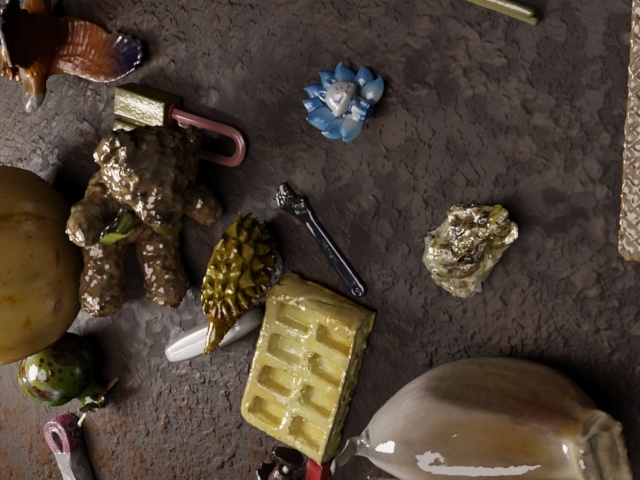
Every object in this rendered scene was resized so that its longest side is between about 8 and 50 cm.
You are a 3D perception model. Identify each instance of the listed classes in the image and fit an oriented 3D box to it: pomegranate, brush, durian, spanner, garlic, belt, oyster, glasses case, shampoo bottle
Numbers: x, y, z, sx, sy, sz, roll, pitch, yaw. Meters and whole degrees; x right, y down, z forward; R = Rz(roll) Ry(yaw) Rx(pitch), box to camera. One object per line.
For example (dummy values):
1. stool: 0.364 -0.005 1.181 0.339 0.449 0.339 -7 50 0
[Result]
1. pomegranate: -0.520 0.045 1.285 0.343 0.342 0.342 8 108 27
2. brush: -0.219 -0.167 1.195 0.233 0.047 0.103 19 114 21
3. durian: -0.119 0.073 1.134 0.078 0.140 0.224 18 97 11
4. spanner: 0.000 0.000 1.139 0.046 0.012 0.208 -39 84 32
5. garlic: 0.208 0.285 0.973 0.340 0.246 0.231 -10 110 16
6. belt: -0.483 0.454 1.515 0.071 0.053 0.232 -14 97 24
7. oyster: 0.191 0.002 1.010 0.108 0.053 0.165 50 129 21
8. pomegranate: -0.467 0.248 1.401 0.169 0.148 0.148 43 120 5
9. brush: 0.141 -0.332 0.943 0.282 0.054 0.048 30 104 19
10. glasses case: -0.173 0.151 1.241 0.193 0.074 0.049 -25 91 32
11. shampoo bottle: -0.090 0.420 1.263 0.236 0.068 0.067 -59 33 34

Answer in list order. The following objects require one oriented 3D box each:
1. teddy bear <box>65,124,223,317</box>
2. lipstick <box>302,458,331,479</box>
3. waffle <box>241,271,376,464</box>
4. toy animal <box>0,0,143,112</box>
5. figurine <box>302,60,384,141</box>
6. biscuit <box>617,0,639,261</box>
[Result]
1. teddy bear: -0.256 -0.023 1.153 0.222 0.246 0.296 11 106 59
2. lipstick: -0.020 0.484 1.264 0.051 0.051 0.312 20 111 26
3. waffle: -0.026 0.198 1.181 0.168 0.057 0.274 24 115 22
4. toy animal: -0.461 -0.374 1.232 0.302 0.225 0.284 -26 71 43
5. figurine: 0.023 -0.189 1.032 0.114 0.079 0.114 -2 82 13
6. biscuit: 0.388 -0.159 0.849 0.094 0.054 0.378 6 106 28
